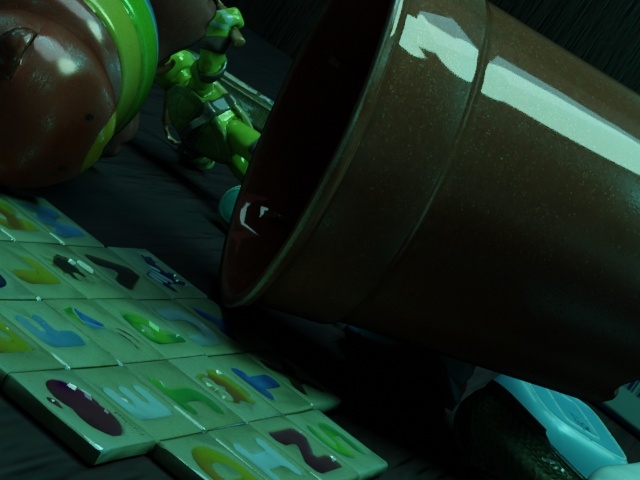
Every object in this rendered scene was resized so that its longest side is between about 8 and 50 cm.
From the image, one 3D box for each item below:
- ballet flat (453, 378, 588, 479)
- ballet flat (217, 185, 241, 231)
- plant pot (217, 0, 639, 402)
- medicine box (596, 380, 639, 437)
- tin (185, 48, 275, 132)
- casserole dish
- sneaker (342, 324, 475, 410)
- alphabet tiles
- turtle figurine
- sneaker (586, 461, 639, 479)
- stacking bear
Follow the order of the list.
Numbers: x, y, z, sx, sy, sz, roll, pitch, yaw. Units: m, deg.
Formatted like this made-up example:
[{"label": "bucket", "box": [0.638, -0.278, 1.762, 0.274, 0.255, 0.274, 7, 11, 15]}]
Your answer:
[{"label": "ballet flat", "box": [0.167, 0.187, 0.988, 0.250, 0.058, 0.084, 47, -7, 33]}, {"label": "ballet flat", "box": [-0.015, 0.007, 1.266, 0.168, 0.057, 0.052, 39, 1, 30]}, {"label": "plant pot", "box": [0.108, -0.032, 1.034, 0.265, 0.272, 0.272, 23, 11, -13]}, {"label": "medicine box", "box": [0.394, 0.134, 1.725, 0.263, 0.149, 0.289, 38, 9, 23]}, {"label": "tin", "box": [-0.107, -0.184, 1.996, 0.190, 0.040, 0.106, 32, 5, -10]}, {"label": "casserole dish", "box": [0.200, 0.156, 1.294, 0.114, 0.037, 0.188, 32, 10, -10]}, {"label": "sneaker", "box": [0.095, 0.045, 1.217, 0.104, 0.125, 0.262, 33, 9, 0]}, {"label": "alphabet tiles", "box": [-0.107, 0.051, 0.847, 0.285, 0.011, 0.342, 37, 10, 16]}, {"label": "turtle figurine", "box": [-0.082, -0.106, 1.354, 0.217, 0.087, 0.269, 46, -31, 15]}, {"label": "sneaker", "box": [0.284, 0.197, 1.187, 0.235, 0.095, 0.090, 22, 16, -45]}, {"label": "stacking bear", "box": [-0.185, -0.117, 1.035, 0.164, 0.175, 0.289, 34, 16, -10]}]
